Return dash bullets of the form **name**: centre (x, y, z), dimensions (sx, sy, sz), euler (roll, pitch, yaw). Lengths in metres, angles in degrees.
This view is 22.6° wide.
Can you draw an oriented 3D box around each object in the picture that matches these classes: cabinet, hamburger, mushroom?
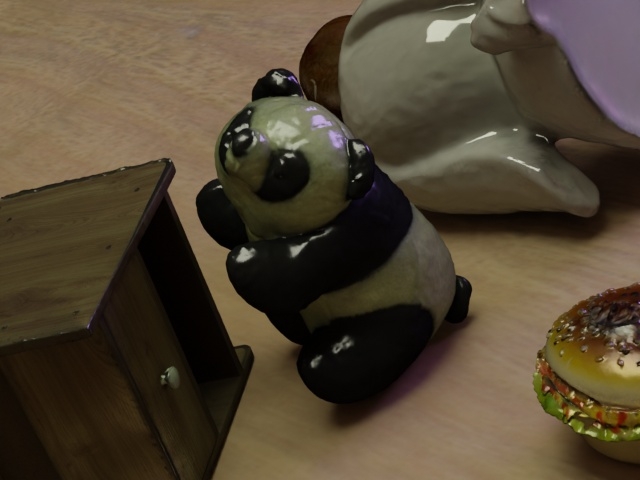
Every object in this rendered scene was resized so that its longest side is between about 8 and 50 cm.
- **cabinet**: centre (-0.153, 0.080, 1.092), dimensions (0.148, 0.175, 0.215), euler (-12, 28, 18)
- **hamburger**: centre (0.194, 0.075, 0.958), dimensions (0.141, 0.081, 0.126), euler (-24, 28, -8)
- **mushroom**: centre (0.048, -0.182, 1.525), dimensions (0.135, 0.080, 0.170), euler (-1, 35, 15)

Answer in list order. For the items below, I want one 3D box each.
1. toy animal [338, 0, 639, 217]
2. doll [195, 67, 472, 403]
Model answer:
- **toy animal**: centre (0.124, -0.137, 1.247), dimensions (0.265, 0.272, 0.206), euler (-16, -1, 45)
- **doll**: centre (0.000, 0.000, 1.087), dimensions (0.135, 0.234, 0.143), euler (-38, 32, 0)
